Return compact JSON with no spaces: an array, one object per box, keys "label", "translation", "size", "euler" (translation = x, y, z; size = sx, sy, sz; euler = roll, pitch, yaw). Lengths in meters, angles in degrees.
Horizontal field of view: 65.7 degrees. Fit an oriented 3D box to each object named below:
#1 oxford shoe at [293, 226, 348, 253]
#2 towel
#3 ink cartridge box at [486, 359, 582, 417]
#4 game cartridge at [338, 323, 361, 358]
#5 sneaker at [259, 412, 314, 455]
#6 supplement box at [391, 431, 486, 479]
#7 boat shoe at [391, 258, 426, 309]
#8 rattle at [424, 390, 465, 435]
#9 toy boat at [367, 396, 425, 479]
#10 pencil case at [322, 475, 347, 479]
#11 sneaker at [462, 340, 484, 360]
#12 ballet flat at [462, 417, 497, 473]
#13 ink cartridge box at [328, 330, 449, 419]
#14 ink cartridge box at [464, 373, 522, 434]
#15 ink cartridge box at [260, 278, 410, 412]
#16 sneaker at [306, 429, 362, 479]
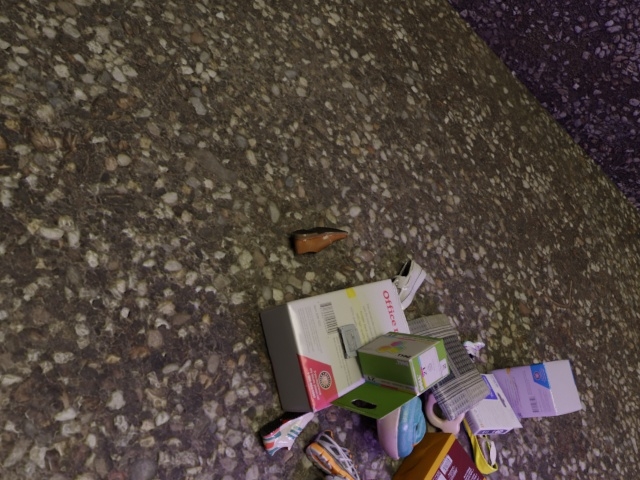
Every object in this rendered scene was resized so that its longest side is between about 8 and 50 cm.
[{"label":"oxford shoe","translation":[0.000,0.000,1.534],"size":[0.212,0.076,0.076],"euler":[-9,108,-40]},{"label":"towel","translation":[0.388,0.382,1.550],"size":[0.324,0.056,0.312],"euler":[4,53,-53]},{"label":"ink cartridge box","translation":[0.742,0.521,1.735],"size":[0.168,0.233,0.171],"euler":[5,69,-36]},{"label":"game cartridge","translation":[0.079,0.263,1.299],"size":[0.056,0.017,0.083],"euler":[-7,79,-33]},{"label":"sneaker","translation":[-0.082,0.495,1.285],"size":[0.161,0.057,0.075],"euler":[-16,99,-40]},{"label":"supplement box","translation":[0.351,0.704,1.451],"size":[0.191,0.129,0.194],"euler":[-40,97,-37]},{"label":"boat shoe","translation":[0.264,0.156,1.641],"size":[0.084,0.095,0.258],"euler":[48,42,-5]},{"label":"rattle","translation":[0.399,0.563,1.607],"size":[0.130,0.143,0.199],"euler":[-14,96,-6]},{"label":"toy boat","translation":[0.223,0.556,1.344],"size":[0.267,0.148,0.318],"euler":[75,27,-50]},{"label":"pencil case","translation":[-0.003,0.719,1.205],"size":[0.273,0.113,0.124],"euler":[-52,126,-38]},{"label":"sneaker","translation":[0.550,0.398,1.776],"size":[0.098,0.038,0.069],"euler":[7,70,-23]},{"label":"ballet flat","translation":[0.530,0.647,1.635],"size":[0.077,0.077,0.231],"euler":[-1,72,-37]},{"label":"ink cartridge box","translation":[0.162,0.322,1.218],"size":[0.255,0.189,0.097],"euler":[-18,99,-37]},{"label":"ink cartridge box","translation":[0.546,0.542,1.657],"size":[0.208,0.045,0.206],"euler":[11,40,-29]},{"label":"ink cartridge box","translation":[0.058,0.285,1.389],"size":[0.385,0.160,0.279],"euler":[-8,78,-37]},{"label":"sneaker","translation":[0.058,0.598,1.321],"size":[0.215,0.084,0.083],"euler":[51,42,-9]}]
